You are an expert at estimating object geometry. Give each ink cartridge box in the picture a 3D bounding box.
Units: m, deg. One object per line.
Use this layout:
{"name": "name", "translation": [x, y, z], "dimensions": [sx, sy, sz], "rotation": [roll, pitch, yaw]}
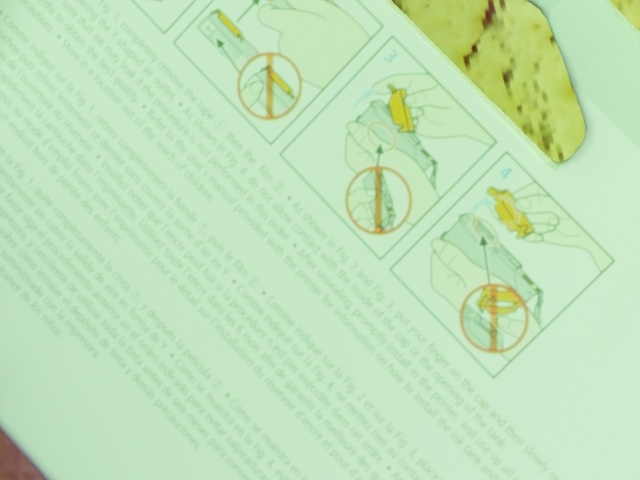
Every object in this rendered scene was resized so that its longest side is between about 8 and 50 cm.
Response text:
{"name": "ink cartridge box", "translation": [0.000, 0.000, 0.561], "dimensions": [0.239, 0.060, 0.275], "rotation": [-45, 81, 10]}
